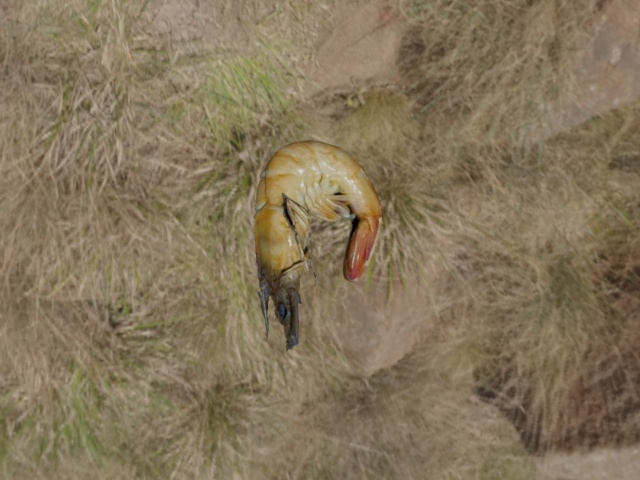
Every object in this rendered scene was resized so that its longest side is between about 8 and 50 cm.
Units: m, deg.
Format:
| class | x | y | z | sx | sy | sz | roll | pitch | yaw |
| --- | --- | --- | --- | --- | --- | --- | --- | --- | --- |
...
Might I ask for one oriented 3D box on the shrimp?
| class | x | y | z | sx | sy | sz | roll | pitch | yaw |
| --- | --- | --- | --- | --- | --- | --- | --- | --- | --- |
| shrimp | -0.002 | 0.002 | 0.575 | 0.095 | 0.163 | 0.045 | 9 | 160 | -25 |
